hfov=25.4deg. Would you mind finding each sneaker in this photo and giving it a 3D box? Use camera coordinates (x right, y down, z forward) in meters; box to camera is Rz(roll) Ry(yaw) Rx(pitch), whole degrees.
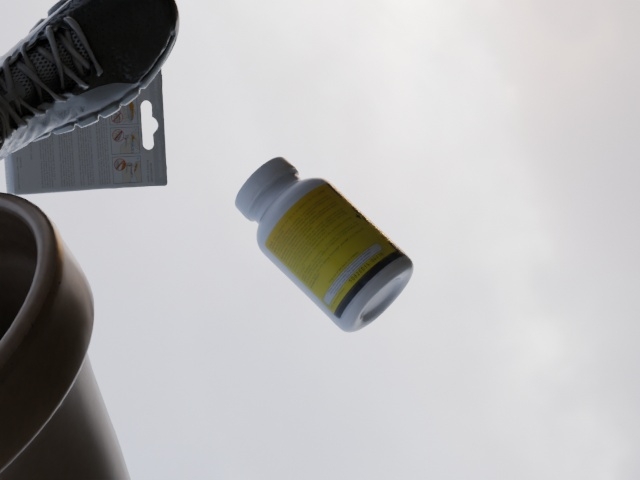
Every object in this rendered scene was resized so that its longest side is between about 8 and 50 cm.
[{"bbox_3d":[-0.197,-0.096,0.953,0.086,0.228,0.132,56,-171,-11],"label":"sneaker"}]

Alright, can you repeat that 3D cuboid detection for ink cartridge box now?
[{"bbox_3d":[-0.266,-0.128,1.594,0.179,0.045,0.145,-5,-86,-26],"label":"ink cartridge box"}]

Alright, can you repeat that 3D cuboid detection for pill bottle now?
[{"bbox_3d":[0.000,0.000,1.460,0.184,0.103,0.103,44,-157,16],"label":"pill bottle"}]

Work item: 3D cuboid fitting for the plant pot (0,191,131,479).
[{"bbox_3d":[-0.226,0.138,0.876,0.263,0.263,0.229,-77,-32,-50],"label":"plant pot"}]
